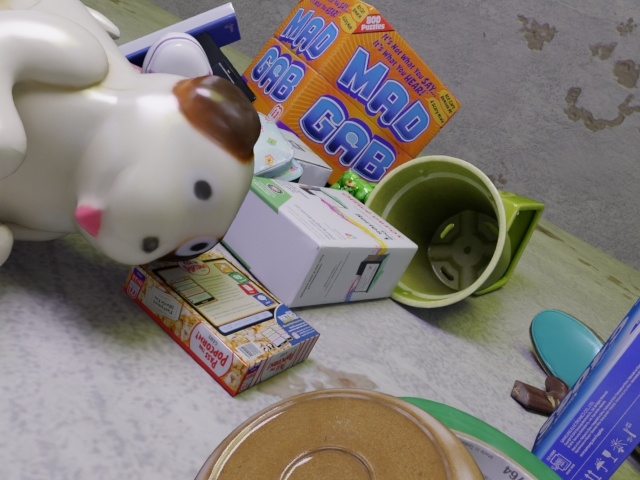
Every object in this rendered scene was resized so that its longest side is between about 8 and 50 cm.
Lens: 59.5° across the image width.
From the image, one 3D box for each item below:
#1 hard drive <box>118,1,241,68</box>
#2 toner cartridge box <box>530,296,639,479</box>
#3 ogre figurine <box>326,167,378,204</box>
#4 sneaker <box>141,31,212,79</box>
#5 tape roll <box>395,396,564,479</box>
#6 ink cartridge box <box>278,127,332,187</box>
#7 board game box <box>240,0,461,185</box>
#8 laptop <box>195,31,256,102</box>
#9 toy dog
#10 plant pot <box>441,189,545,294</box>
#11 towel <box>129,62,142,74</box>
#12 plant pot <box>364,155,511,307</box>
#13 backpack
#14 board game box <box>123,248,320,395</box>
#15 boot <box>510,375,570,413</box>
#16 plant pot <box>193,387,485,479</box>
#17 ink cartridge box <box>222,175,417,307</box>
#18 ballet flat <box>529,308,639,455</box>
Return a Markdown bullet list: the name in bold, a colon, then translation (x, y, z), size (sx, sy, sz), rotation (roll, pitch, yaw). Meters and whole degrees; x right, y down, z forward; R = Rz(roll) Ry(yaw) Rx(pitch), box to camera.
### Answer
- **hard drive**: translation (-0.348, -0.462, 1.332), size (0.210, 0.319, 0.040), rotation (-127, -165, -82)
- **toner cartridge box**: translation (0.384, 0.164, 0.691), size (0.075, 0.348, 0.165), rotation (34, 20, 20)
- **ogre figurine**: translation (0.072, -0.078, 1.210), size (0.097, 0.118, 0.197), rotation (19, 21, -23)
- **sneaker**: translation (-0.183, -0.130, 0.778), size (0.102, 0.282, 0.161), rotation (-8, 37, -24)
- **tape roll**: translation (0.140, 0.280, 0.491), size (0.321, 0.077, 0.321), rotation (24, 21, -10)
- **ink cartridge box**: translation (-0.089, -0.144, 1.150), size (0.127, 0.128, 0.176), rotation (10, 28, -41)
- **board game box**: translation (0.053, -0.368, 1.431), size (0.356, 0.356, 0.356), rotation (34, 13, -36)
- **laptop**: translation (-0.297, -0.293, 1.028), size (0.234, 0.264, 0.136), rotation (55, -1, 29)
- **toy dog**: translation (-0.272, -0.118, 0.606), size (0.408, 0.284, 0.395), rotation (30, 26, 2)
- **plant pot**: translation (0.363, -0.026, 1.324), size (0.207, 0.227, 0.228), rotation (31, 20, 29)
- **towel**: translation (-0.330, -0.236, 1.086), size (0.237, 0.037, 0.329), rotation (26, 30, -19)
- **plant pot**: translation (0.253, 0.004, 1.095), size (0.276, 0.276, 0.254), rotation (41, 12, 31)
- **backpack**: translation (-0.141, -0.143, 0.976), size (0.166, 0.144, 0.188), rotation (-28, 62, -24)
- **board game box**: translation (-0.116, 0.086, 0.675), size (0.193, 0.045, 0.147), rotation (37, 22, 23)
- **boot**: translation (0.356, 0.246, 0.918), size (0.114, 0.037, 0.106), rotation (18, 19, -12)
- **plant pot**: translation (0.005, 0.189, 0.409), size (0.236, 0.032, 0.236), rotation (-8, 29, 5)
- **ink cartridge box**: translation (0.000, 0.000, 0.929), size (0.201, 0.117, 0.278), rotation (41, 23, 32)
- **ballet flat**: translation (0.504, 0.260, 0.983), size (0.123, 0.123, 0.348), rotation (14, 23, -33)
